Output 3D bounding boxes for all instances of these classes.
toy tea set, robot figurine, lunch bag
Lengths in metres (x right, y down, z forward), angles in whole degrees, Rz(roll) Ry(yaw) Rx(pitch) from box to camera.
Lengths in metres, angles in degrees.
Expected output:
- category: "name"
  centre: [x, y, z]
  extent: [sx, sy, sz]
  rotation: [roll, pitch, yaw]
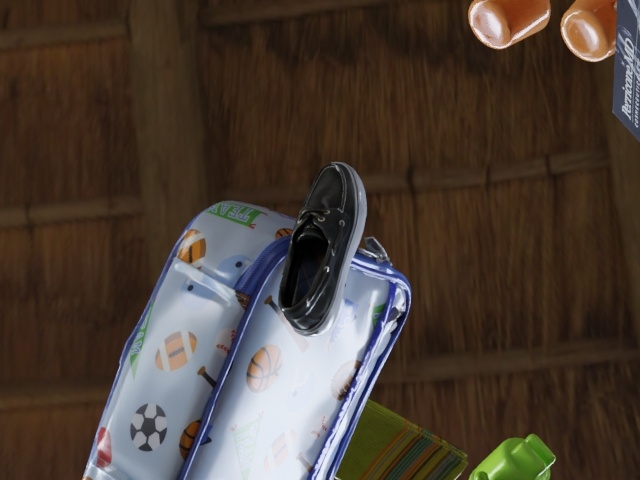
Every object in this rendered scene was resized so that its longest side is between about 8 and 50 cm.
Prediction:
- category: "toy tea set"
  centre: [0.281, -0.273, 1.342]
  extent: [0.336, 0.124, 0.200]
  rotation: [16, -45, 47]
- category: "robot figurine"
  centre: [0.213, 0.268, 1.549]
  extent: [0.067, 0.101, 0.115]
  rotation: [47, -54, 11]
- category: "lunch bag"
  centre: [-0.048, 0.121, 1.118]
  extent: [0.243, 0.115, 0.303]
  rotation: [23, -86, -53]

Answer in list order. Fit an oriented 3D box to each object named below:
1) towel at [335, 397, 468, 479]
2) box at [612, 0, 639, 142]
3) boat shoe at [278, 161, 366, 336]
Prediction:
- category: "towel"
  centre: [0.037, 0.218, 1.477]
  extent: [0.237, 0.021, 0.102]
  rotation: [30, -73, -16]
- category: "box"
  centre: [0.355, -0.128, 0.906]
  extent: [0.179, 0.312, 0.343]
  rotation: [-26, -35, -8]
- category: "boat shoe"
  centre: [0.000, 0.000, 1.001]
  extent: [0.049, 0.142, 0.040]
  rotation: [-5, -30, 29]
